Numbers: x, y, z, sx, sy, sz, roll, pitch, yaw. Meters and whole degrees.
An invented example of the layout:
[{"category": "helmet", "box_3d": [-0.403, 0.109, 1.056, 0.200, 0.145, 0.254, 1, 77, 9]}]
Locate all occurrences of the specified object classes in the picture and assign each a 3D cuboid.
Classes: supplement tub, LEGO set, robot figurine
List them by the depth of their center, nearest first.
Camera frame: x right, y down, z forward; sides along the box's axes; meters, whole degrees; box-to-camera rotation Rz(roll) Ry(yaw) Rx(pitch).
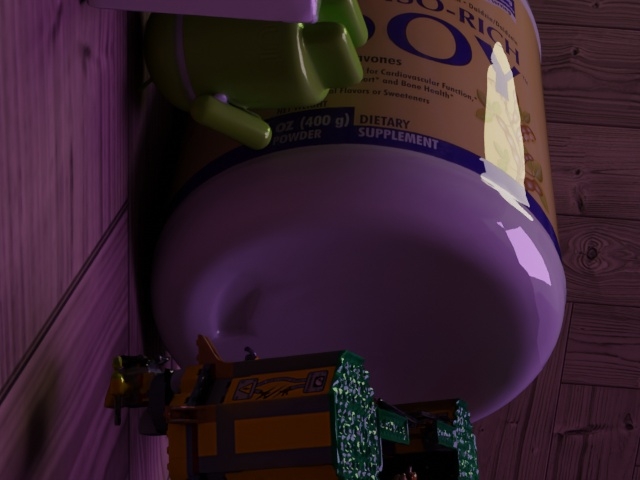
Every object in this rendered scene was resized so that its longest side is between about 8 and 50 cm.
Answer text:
[{"category": "LEGO set", "box_3d": [-0.039, 0.175, 0.508, 0.331, 0.192, 0.255, 16, 67, -72]}, {"category": "robot figurine", "box_3d": [-0.036, -0.098, 0.544, 0.067, 0.115, 0.101, 59, 33, -57]}, {"category": "supplement tub", "box_3d": [0.029, -0.064, 0.719, 0.241, 0.241, 0.331, 93, 2, -48]}]

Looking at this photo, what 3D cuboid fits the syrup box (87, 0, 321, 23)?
[{"category": "syrup box", "box_3d": [-0.039, -0.180, 0.513, 0.237, 0.096, 0.093, -81, 175, -63]}]
